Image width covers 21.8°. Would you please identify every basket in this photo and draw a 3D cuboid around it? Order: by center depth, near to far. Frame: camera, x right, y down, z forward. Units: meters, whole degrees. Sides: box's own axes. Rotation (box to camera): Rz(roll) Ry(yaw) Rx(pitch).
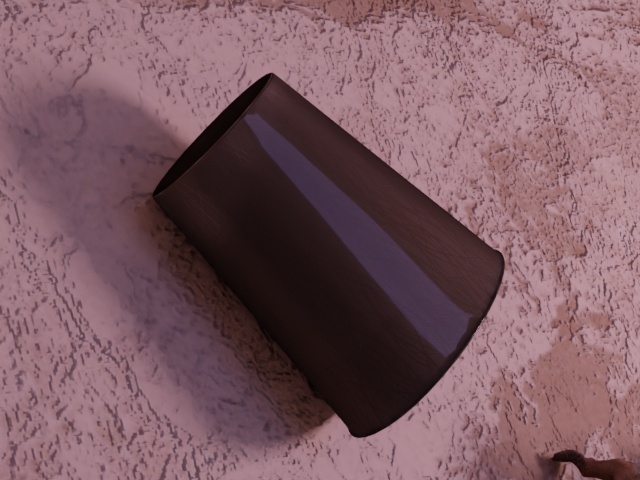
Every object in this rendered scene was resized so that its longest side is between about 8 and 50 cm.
[{"bbox_3d":[0.000,0.000,1.225,0.227,0.154,0.204,43,40,-11],"label":"basket"}]

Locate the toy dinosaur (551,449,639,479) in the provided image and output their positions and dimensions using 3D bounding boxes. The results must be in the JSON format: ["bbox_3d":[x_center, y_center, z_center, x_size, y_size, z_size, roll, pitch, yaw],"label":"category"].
[{"bbox_3d":[0.310,0.244,1.346,0.296,0.127,0.200,-6,69,-11],"label":"toy dinosaur"}]
